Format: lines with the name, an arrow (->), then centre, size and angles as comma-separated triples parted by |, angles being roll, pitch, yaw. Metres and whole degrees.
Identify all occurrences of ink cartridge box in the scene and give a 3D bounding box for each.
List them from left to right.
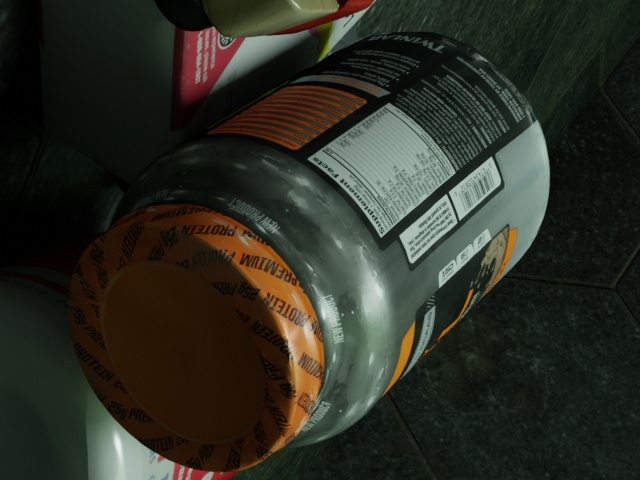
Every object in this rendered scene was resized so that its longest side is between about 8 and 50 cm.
ink cartridge box -> -0.055, -0.204, 1.069 | 0.306, 0.131, 0.226 | -49, 163, -29

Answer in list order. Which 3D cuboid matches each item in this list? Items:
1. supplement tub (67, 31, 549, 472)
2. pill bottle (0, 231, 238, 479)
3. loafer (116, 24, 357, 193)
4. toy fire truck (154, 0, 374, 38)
supplement tub -> 0.000, 0.000, 1.008 | 0.338, 0.207, 0.207 | -37, 155, -51
pill bottle -> -0.160, 0.110, 1.176 | 0.229, 0.229, 0.407 | -63, 166, 19
loafer -> -0.070, -0.127, 1.331 | 0.302, 0.095, 0.109 | -52, 136, -44
toy fire truck -> 0.020, -0.241, 0.909 | 0.158, 0.217, 0.246 | -14, 180, 38
